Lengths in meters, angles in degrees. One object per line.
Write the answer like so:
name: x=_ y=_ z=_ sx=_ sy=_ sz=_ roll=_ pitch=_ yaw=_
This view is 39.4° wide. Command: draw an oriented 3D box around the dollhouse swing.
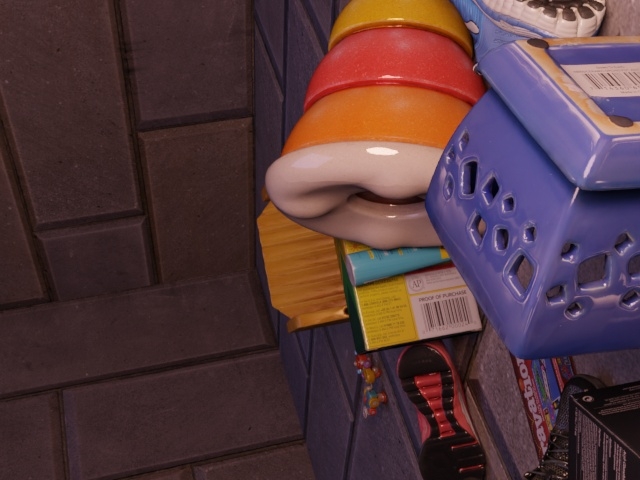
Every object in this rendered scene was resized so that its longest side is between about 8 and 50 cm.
dollhouse swing: x=0.000 y=0.000 z=1.921 sx=0.305 sy=0.315 sz=0.347 roll=37 pitch=-139 yaw=-78

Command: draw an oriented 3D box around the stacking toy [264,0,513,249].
stacking toy: x=0.118 y=-0.248 z=1.300 sx=0.350 sy=0.350 sz=0.480 roll=121 pitch=157 yaw=-72

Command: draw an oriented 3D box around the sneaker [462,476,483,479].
sneaker: x=0.285 y=0.415 z=1.381 sx=0.234 sy=0.078 sz=0.106 roll=-135 pitch=40 yaw=-64

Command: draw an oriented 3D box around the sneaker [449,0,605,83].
sneaker: x=0.209 y=-0.262 z=1.070 sx=0.330 sy=0.129 sz=0.147 roll=-116 pitch=23 yaw=-53

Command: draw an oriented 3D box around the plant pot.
plant pot: x=0.252 y=-0.054 z=0.801 sx=0.236 sy=0.236 sz=0.212 roll=-112 pitch=23 yaw=-48

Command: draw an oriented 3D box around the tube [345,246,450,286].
tube: x=0.144 y=0.025 z=1.403 sx=0.080 sy=0.207 sz=0.052 roll=-120 pitch=19 yaw=-59

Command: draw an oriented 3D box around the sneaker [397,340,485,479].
sneaker: x=0.225 y=0.304 z=1.569 sx=0.136 sy=0.116 sz=0.314 roll=-44 pitch=-58 yaw=-68

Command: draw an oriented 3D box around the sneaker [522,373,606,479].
sneaker: x=0.288 y=0.276 z=1.063 sx=0.087 sy=0.130 sz=0.227 roll=18 pitch=106 yaw=54

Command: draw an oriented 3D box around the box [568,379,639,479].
box: x=0.347 y=0.307 z=0.935 sx=0.184 sy=0.103 sz=0.261 roll=-125 pitch=28 yaw=-68

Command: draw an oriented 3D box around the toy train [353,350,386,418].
toy train: x=0.121 y=0.342 z=2.160 sx=0.125 sy=0.046 sz=0.166 roll=119 pitch=143 yaw=-73

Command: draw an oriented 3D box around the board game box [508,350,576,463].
board game box: x=0.317 y=0.239 z=1.202 sx=0.145 sy=0.027 sz=0.281 roll=114 pitch=144 yaw=-71

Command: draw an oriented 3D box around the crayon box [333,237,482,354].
crayon box: x=0.131 y=0.014 z=1.479 sx=0.081 sy=0.202 sz=0.318 roll=129 pitch=132 yaw=-74
